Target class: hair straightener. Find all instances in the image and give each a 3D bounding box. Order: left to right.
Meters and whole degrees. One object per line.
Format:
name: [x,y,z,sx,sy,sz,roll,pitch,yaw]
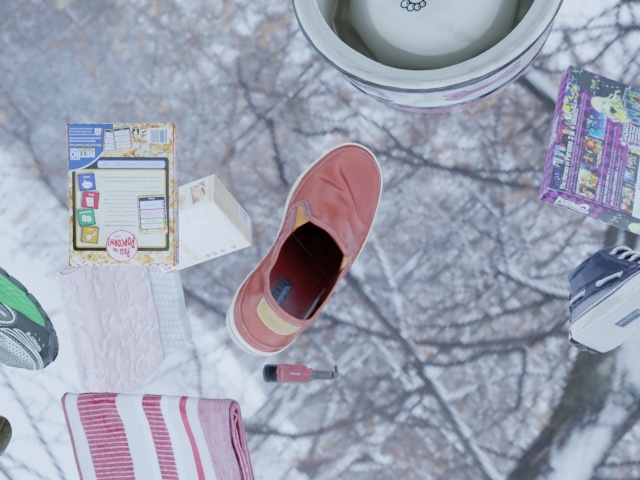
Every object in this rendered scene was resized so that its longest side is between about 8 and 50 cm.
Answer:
hair straightener: [-0.046,0.283,2.448,0.089,0.047,0.230,-6,-5,39]

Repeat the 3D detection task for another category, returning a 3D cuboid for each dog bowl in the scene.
dog bowl: [0.170,-0.370,1.694,0.408,0.408,0.150,44,-6,23]

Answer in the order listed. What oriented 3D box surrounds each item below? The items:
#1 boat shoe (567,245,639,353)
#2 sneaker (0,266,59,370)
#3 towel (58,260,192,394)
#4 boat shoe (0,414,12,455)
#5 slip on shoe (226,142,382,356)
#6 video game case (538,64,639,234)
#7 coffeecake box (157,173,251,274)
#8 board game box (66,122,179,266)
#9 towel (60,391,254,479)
boat shoe: [0.557,0.055,1.982,0.127,0.340,0.158,24,48,-28]
sneaker: [-0.439,0.093,1.182,0.343,0.146,0.134,9,-38,5]
towel: [-0.374,0.135,2.216,0.053,0.317,0.332,10,-59,28]
boat shoe: [-0.478,0.258,1.581,0.048,0.056,0.153,19,-19,20]
slip on shoe: [0.000,0.000,1.388,0.123,0.331,0.101,41,-37,-12]
video game case: [0.438,-0.127,1.662,0.210,0.232,0.042,19,-30,-5]
coffeecake box: [-0.238,-0.026,2.052,0.142,0.185,0.068,52,26,-46]
board game box: [-0.266,-0.062,1.534,0.045,0.146,0.194,-97,-172,-87]
towel: [-0.236,0.337,1.656,0.328,0.037,0.237,-2,-77,32]
